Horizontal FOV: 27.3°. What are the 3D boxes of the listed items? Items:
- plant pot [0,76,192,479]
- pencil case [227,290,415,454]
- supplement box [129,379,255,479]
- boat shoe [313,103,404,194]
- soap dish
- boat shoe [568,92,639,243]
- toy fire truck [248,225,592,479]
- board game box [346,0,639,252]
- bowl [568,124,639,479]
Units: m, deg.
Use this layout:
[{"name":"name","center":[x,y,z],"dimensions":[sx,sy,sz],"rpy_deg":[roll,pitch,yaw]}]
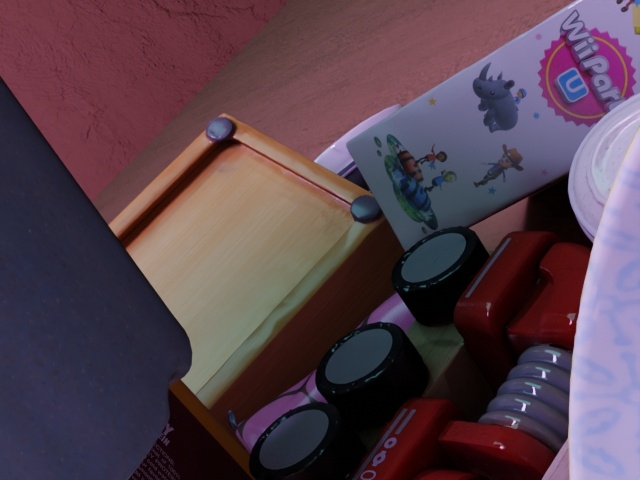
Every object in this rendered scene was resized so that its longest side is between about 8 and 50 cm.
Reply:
[{"name":"plant pot","center":[-0.258,0.011,0.611],"dimensions":[0.341,0.334,0.341],"rpy_deg":[-35,16,12]},{"name":"pencil case","center":[0.042,0.090,0.871],"dimensions":[0.209,0.095,0.098],"rpy_deg":[-39,-17,0]},{"name":"supplement box","center":[-0.111,0.195,0.740],"dimensions":[0.129,0.191,0.194],"rpy_deg":[-34,18,21]},{"name":"boat shoe","center":[0.000,0.000,1.183],"dimensions":[0.301,0.102,0.108],"rpy_deg":[-44,-8,-24]},{"name":"soap dish","center":[-0.077,0.047,1.018],"dimensions":[0.229,0.118,0.291],"rpy_deg":[31,69,31]},{"name":"boat shoe","center":[0.214,-0.038,0.549],"dimensions":[0.367,0.156,0.135],"rpy_deg":[12,81,56]},{"name":"toy fire truck","center":[0.106,0.082,0.659],"dimensions":[0.246,0.158,0.217],"rpy_deg":[-1,41,49]},{"name":"board game box","center":[0.200,-0.114,0.895],"dimensions":[0.303,0.097,0.224],"rpy_deg":[-31,-3,33]},{"name":"bowl","center":[0.200,0.071,0.356],"dimensions":[0.156,0.289,0.289],"rpy_deg":[0,6,-17]}]
